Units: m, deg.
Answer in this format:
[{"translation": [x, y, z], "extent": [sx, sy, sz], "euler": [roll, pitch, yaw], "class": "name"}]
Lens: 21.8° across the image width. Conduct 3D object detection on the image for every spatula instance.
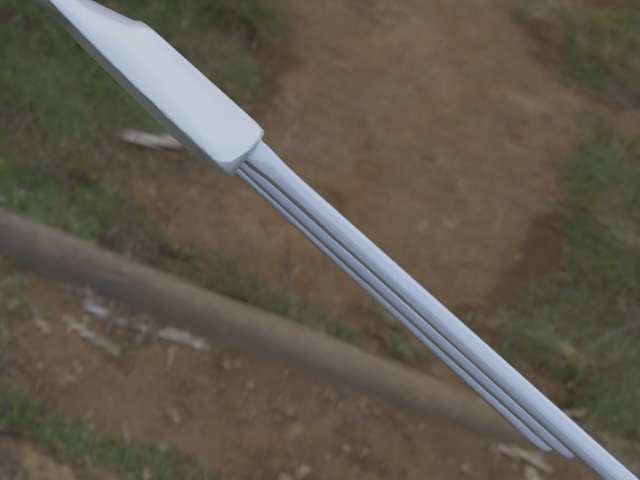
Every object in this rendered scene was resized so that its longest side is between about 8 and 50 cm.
[{"translation": [0.000, 0.000, 0.523], "extent": [0.242, 0.168, 0.019], "euler": [43, 86, -7], "class": "spatula"}]
